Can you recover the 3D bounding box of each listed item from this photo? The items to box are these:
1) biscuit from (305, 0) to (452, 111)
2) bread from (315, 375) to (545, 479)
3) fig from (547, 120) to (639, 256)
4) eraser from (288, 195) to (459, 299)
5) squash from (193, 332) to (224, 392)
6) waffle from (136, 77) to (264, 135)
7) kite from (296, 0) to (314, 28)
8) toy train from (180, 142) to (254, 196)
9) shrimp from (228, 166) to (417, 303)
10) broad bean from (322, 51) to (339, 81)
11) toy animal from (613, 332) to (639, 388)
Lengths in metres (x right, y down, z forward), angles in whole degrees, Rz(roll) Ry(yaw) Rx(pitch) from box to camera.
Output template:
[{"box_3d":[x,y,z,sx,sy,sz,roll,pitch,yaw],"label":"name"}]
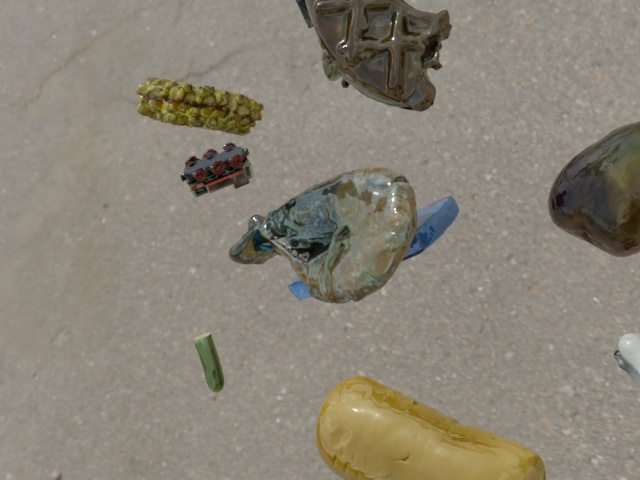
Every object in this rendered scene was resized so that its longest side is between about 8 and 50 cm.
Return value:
[{"box_3d":[0.121,-0.368,1.132,0.268,0.115,0.366,37,87,7],"label":"biscuit"},{"box_3d":[0.127,0.275,1.056,0.305,0.091,0.141,17,105,34],"label":"bread"},{"box_3d":[0.463,-0.108,1.257,0.170,0.146,0.274,40,109,28],"label":"fig"},{"box_3d":[0.089,0.017,1.453,0.312,0.042,0.144,-25,11,43],"label":"eraser"},{"box_3d":[-0.151,0.170,1.171,0.027,0.027,0.083,-11,100,37],"label":"squash"},{"box_3d":[-0.192,-0.210,1.355,0.193,0.197,0.070,13,95,28],"label":"waffle"},{"box_3d":[0.029,-0.604,1.814,0.011,0.335,0.314,-113,39,-60],"label":"kite"},{"box_3d":[-0.195,-0.128,1.603,0.138,0.087,0.050,-23,45,-13],"label":"toy train"},{"box_3d":[0.000,0.000,1.411,0.446,0.110,0.221,-8,68,52],"label":"shrimp"},{"box_3d":[0.032,-0.341,1.294,0.206,0.072,0.153,125,150,-57],"label":"broad bean"},{"box_3d":[0.502,0.111,1.010,0.249,0.289,0.174,-7,34,0],"label":"toy animal"}]
